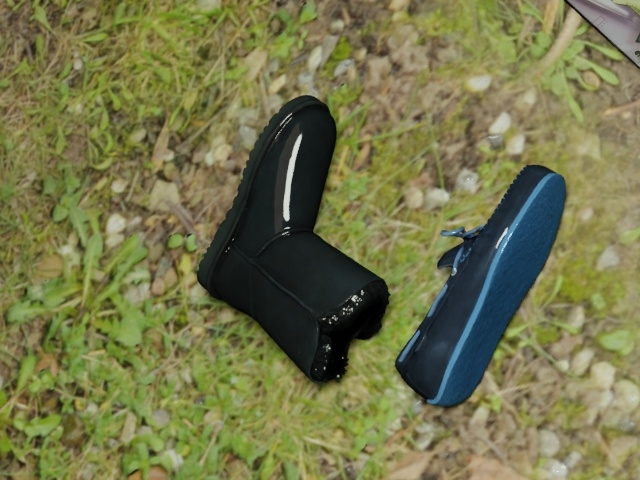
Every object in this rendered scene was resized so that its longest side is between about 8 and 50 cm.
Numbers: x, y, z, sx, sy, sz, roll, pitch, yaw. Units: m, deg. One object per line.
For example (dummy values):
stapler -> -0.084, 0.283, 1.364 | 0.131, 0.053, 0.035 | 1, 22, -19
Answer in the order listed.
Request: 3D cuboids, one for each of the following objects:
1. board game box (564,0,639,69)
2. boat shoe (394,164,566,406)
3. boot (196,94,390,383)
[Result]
board game box -> 0.333, -0.295, 1.965 | 0.208, 0.056, 0.347 | -46, 60, 6
boat shoe -> 0.146, 0.034, 1.945 | 0.089, 0.109, 0.258 | 31, 91, 35
boot -> 0.000, 0.000, 2.038 | 0.207, 0.094, 0.246 | 35, 101, 35
